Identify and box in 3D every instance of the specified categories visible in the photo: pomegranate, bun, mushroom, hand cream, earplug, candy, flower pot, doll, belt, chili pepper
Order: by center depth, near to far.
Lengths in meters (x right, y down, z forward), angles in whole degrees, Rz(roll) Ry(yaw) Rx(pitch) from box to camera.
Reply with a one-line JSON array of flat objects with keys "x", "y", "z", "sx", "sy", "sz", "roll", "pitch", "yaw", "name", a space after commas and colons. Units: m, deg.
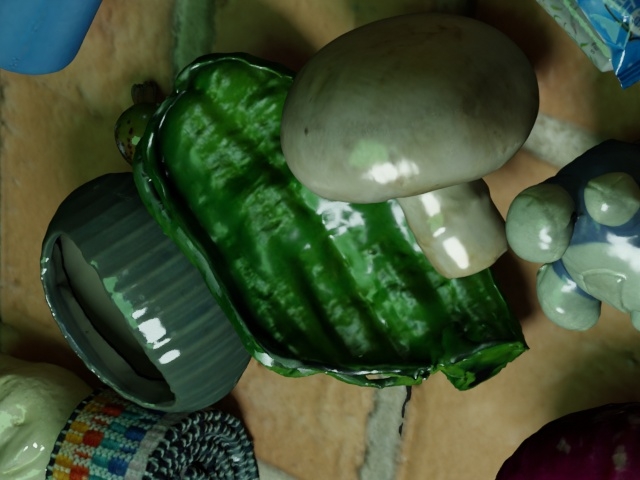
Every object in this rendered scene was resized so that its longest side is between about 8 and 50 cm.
[{"x": 0.229, "y": -0.192, "z": 1.343, "sx": 0.088, "sy": 0.038, "sz": 0.136, "roll": -30, "pitch": 95, "yaw": 6, "name": "candy"}, {"x": 0.282, "y": 0.023, "z": 1.365, "sx": 0.258, "sy": 0.154, "sz": 0.228, "roll": 31, "pitch": 164, "yaw": 31, "name": "doll"}, {"x": 0.183, "y": -0.199, "z": 1.389, "sx": 0.194, "sy": 0.042, "sz": 0.067, "roll": 50, "pitch": 121, "yaw": 7, "name": "hand cream"}, {"x": 0.077, "y": -0.087, "z": 1.442, "sx": 0.206, "sy": 0.206, "sz": 0.209, "roll": 17, "pitch": 155, "yaw": 32, "name": "mushroom"}, {"x": -0.002, "y": 0.006, "z": 1.575, "sx": 0.385, "sy": 0.213, "sz": 0.167, "roll": 44, "pitch": 177, "yaw": 16, "name": "chili pepper"}, {"x": -0.227, "y": -0.286, "z": 1.628, "sx": 0.132, "sy": 0.132, "sz": 0.273, "roll": 46, "pitch": 131, "yaw": 9, "name": "earplug"}, {"x": -0.165, "y": -0.107, "z": 1.714, "sx": 0.073, "sy": 0.073, "sz": 0.084, "roll": -30, "pitch": 94, "yaw": 46, "name": "pomegranate"}, {"x": -0.160, "y": 0.048, "z": 1.731, "sx": 0.189, "sy": 0.157, "sz": 0.243, "roll": -13, "pitch": 115, "yaw": 52, "name": "flower pot"}, {"x": -0.176, "y": 0.281, "z": 1.862, "sx": 0.160, "sy": 0.207, "sz": 0.295, "roll": 15, "pitch": 137, "yaw": 29, "name": "belt"}, {"x": -0.330, "y": 0.241, "z": 1.981, "sx": 0.259, "sy": 0.160, "sz": 0.259, "roll": 29, "pitch": 129, "yaw": 42, "name": "bun"}]

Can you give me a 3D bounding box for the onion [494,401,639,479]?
[{"x": 0.262, "y": 0.244, "z": 1.457, "sx": 0.256, "sy": 0.272, "sz": 0.230, "roll": -22, "pitch": 96, "yaw": 8, "name": "onion"}]
